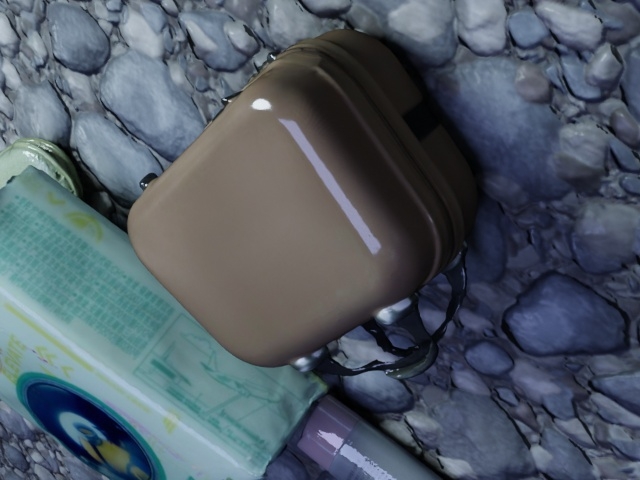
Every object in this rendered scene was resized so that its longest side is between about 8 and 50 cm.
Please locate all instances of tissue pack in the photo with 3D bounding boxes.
[{"bbox_3d":[-0.220,0.136,1.162,0.388,0.162,0.287,37,145,1],"label":"tissue pack"}]

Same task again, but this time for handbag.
[{"bbox_3d":[0.000,0.000,0.904,0.283,0.149,0.302,51,138,-2],"label":"handbag"}]

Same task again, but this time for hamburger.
[{"bbox_3d":[-0.319,-0.077,1.190,0.121,0.054,0.084,2,119,37],"label":"hamburger"}]

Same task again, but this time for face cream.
[{"bbox_3d":[0.068,0.246,1.113,0.198,0.057,0.084,37,131,15],"label":"face cream"}]
